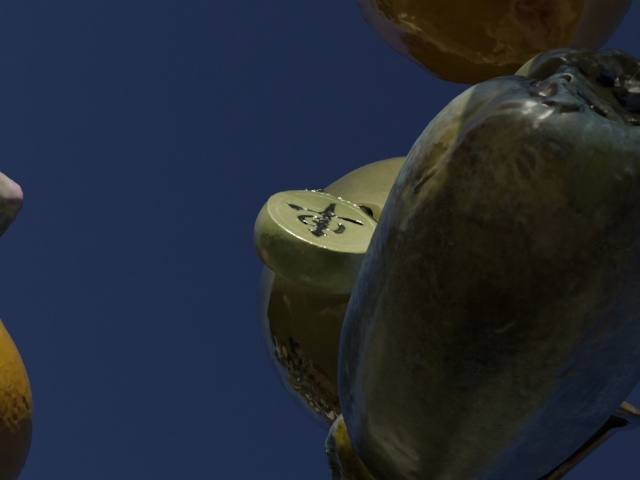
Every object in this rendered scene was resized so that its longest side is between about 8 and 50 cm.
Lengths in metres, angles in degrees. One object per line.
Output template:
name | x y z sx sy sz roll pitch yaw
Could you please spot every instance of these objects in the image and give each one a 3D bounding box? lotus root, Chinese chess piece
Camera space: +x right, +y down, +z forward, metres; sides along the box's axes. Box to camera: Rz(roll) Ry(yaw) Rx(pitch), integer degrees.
lotus root | 0.089 0.048 0.903 0.140 0.158 0.322 38 -47 19
Chinese chess piece | 0.000 0.000 1.127 0.084 0.084 0.034 32 -62 27

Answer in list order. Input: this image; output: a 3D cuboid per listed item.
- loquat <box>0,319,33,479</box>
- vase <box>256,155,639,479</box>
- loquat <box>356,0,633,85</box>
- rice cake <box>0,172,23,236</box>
loquat | -0.382 0.150 1.602 0.275 0.275 0.274 11 -71 36
vase | 0.108 0.114 1.484 0.302 0.241 0.329 52 -11 28
loquat | 0.118 -0.203 1.223 0.208 0.208 0.208 11 -71 36
rice cake | -0.293 0.016 1.183 0.070 0.064 0.399 31 -27 -22
